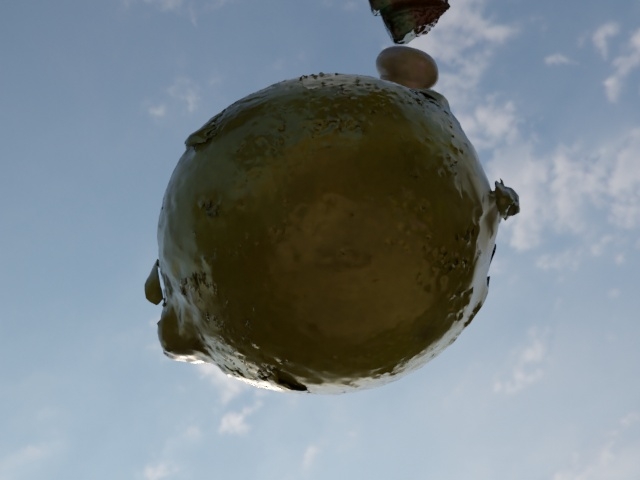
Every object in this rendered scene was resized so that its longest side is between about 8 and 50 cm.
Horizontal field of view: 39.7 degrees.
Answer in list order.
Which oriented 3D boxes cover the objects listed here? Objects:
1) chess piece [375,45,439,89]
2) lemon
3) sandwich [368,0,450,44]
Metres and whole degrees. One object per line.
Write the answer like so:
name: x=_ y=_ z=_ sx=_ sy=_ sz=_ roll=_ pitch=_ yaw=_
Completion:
chess piece: x=0.073 y=-0.062 z=0.981 sx=0.124 sy=0.138 sz=0.307 roll=17 pitch=-93 yaw=-52
lemon: x=0.000 y=0.000 z=0.484 sx=0.206 sy=0.173 sz=0.173 roll=-27 pitch=-51 yaw=-6
sandwich: x=0.071 y=-0.167 z=0.455 sx=0.135 sy=0.029 sz=0.067 roll=-42 pitch=-92 yaw=2
